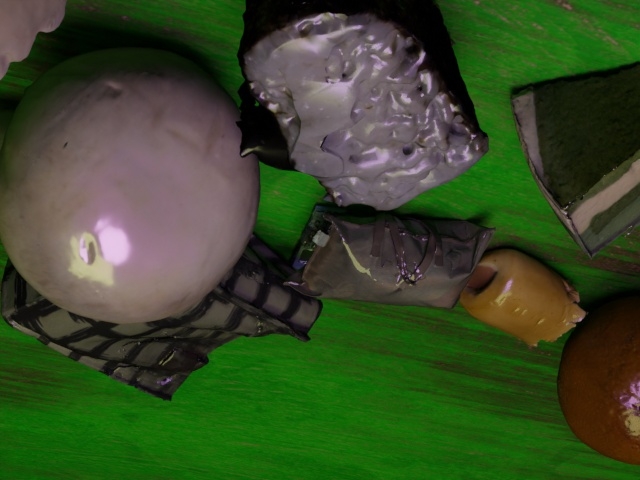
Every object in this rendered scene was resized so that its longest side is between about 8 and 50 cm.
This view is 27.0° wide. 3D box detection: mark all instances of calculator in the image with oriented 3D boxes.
[{"bbox_3d":[0.000,0.000,1.870,0.057,0.018,0.172,10,150,-10],"label":"calculator"}]

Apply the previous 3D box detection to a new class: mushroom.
[{"bbox_3d":[-0.241,-0.081,1.498,0.356,0.315,0.315,32,147,4],"label":"mushroom"}]

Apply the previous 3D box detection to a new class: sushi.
[{"bbox_3d":[0.022,-0.178,1.377,0.234,0.208,0.348,-19,146,14],"label":"sushi"}]

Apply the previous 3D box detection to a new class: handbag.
[{"bbox_3d":[0.101,0.026,1.806,0.270,0.117,0.182,7,138,-20],"label":"handbag"},{"bbox_3d":[-0.221,0.079,1.869,0.325,0.163,0.327,-23,141,29],"label":"handbag"}]

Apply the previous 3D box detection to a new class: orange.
[{"bbox_3d":[0.472,0.205,1.964,0.264,0.264,0.264,2,149,1],"label":"orange"}]

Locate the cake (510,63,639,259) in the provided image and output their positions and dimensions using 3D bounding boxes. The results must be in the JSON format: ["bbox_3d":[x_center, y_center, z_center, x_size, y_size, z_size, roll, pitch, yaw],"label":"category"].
[{"bbox_3d":[0.362,-0.147,1.569,0.283,0.172,0.158,-39,148,3],"label":"cake"}]

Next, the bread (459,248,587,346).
[{"bbox_3d":[0.283,0.085,1.925,0.173,0.085,0.134,25,143,-33],"label":"bread"}]

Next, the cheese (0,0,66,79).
[{"bbox_3d":[-0.354,-0.266,1.134,0.292,0.332,0.153,7,152,18],"label":"cheese"}]
